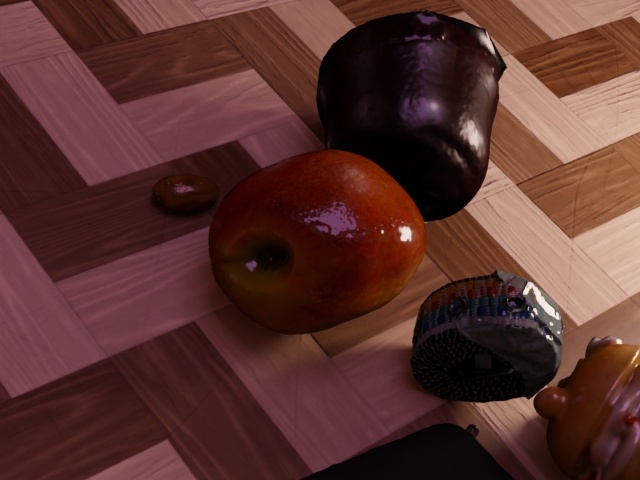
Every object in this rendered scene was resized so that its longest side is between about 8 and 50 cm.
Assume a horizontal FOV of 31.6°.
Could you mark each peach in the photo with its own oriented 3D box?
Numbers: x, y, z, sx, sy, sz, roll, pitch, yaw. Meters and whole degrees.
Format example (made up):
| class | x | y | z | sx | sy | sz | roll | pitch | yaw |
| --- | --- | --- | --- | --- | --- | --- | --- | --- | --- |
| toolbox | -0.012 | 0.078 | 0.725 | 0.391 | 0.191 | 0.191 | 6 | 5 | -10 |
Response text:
| class | x | y | z | sx | sy | sz | roll | pitch | yaw |
| --- | --- | --- | --- | --- | --- | --- | --- | --- | --- |
| peach | -0.001 | -0.002 | 1.884 | 0.373 | 0.373 | 0.289 | -25 | 94 | -38 |

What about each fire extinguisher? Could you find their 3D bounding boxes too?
| class | x | y | z | sx | sy | sz | roll | pitch | yaw |
| --- | --- | --- | --- | --- | --- | --- | --- | --- | --- |
| fire extinguisher | 0.230 | 0.333 | 1.854 | 0.028 | 0.022 | 0.083 | 4 | 31 | 38 |

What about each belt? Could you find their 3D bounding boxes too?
| class | x | y | z | sx | sy | sz | roll | pitch | yaw |
| --- | --- | --- | --- | --- | --- | --- | --- | --- | --- |
| belt | 0.278 | 0.163 | 1.881 | 0.258 | 0.207 | 0.150 | -13 | 41 | 23 |

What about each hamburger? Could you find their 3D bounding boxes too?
| class | x | y | z | sx | sy | sz | roll | pitch | yaw |
| --- | --- | --- | --- | --- | --- | --- | --- | --- | --- |
| hamburger | 0.482 | 0.290 | 1.846 | 0.237 | 0.276 | 0.276 | 29 | 42 | 24 |

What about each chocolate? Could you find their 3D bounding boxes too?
| class | x | y | z | sx | sy | sz | roll | pitch | yaw |
| --- | --- | --- | --- | --- | --- | --- | --- | --- | --- |
| chocolate | 0.176 | -0.197 | 2.124 | 0.384 | 0.383 | 0.331 | 6 | 59 | -18 |

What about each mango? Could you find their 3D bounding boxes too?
| class | x | y | z | sx | sy | sz | roll | pitch | yaw |
| --- | --- | --- | --- | --- | --- | --- | --- | --- | --- |
| mango | -0.237 | -0.088 | 2.027 | 0.127 | 0.063 | 0.077 | -1 | 41 | -25 |

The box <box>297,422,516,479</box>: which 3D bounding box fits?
| class | x | y | z | sx | sy | sz | roll | pitch | yaw |
| --- | --- | --- | --- | --- | --- | --- | --- | --- | --- |
| box | 0.157 | 0.432 | 1.640 | 0.359 | 0.091 | 0.350 | -16 | 41 | -33 |
